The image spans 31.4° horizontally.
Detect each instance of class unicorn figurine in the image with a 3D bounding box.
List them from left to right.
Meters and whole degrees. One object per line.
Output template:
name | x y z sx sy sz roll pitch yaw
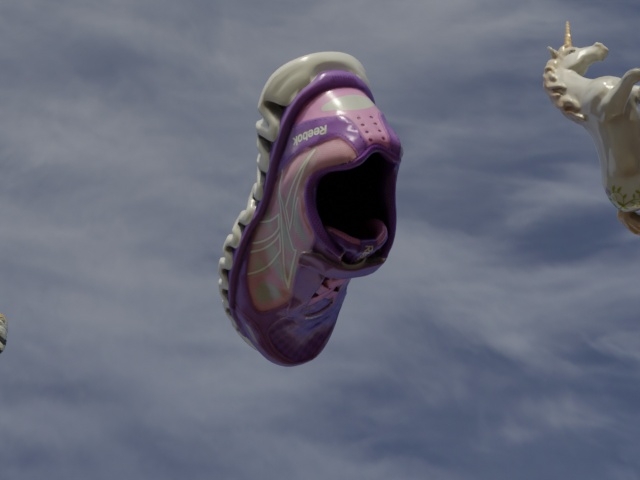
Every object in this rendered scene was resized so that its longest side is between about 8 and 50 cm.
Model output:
unicorn figurine | 0.200 -0.076 0.735 0.060 0.111 0.161 -8 -90 -43

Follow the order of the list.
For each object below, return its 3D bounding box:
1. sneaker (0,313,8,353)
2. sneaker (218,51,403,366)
sneaker | -0.296 0.076 0.927 0.083 0.037 0.032 4 -32 -26
sneaker | 0.000 0.000 0.755 0.095 0.104 0.236 -11 -51 -31
